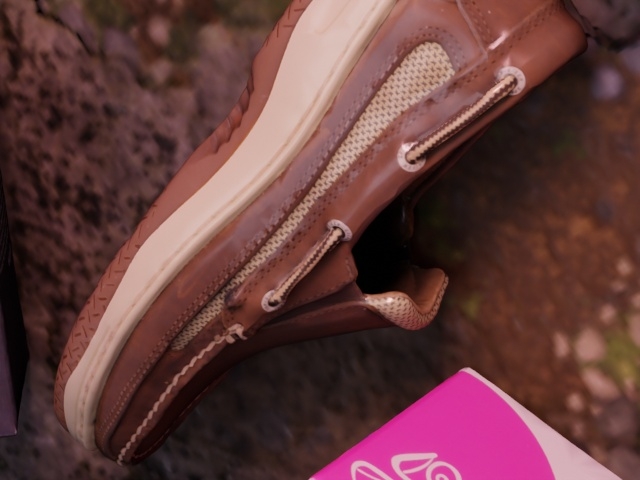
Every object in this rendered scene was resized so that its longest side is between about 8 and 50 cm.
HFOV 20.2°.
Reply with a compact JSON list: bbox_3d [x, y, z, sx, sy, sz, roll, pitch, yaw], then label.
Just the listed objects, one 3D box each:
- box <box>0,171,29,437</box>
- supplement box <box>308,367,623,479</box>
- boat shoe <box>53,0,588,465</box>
[{"bbox_3d":[-0.202,-0.001,0.699,0.156,0.093,0.158,-7,107,-6],"label":"box"},{"bbox_3d":[0.027,0.173,0.643,0.114,0.111,0.220,37,122,18],"label":"supplement box"},{"bbox_3d":[-0.003,0.003,0.617,0.095,0.095,0.257,40,124,8],"label":"boat shoe"}]
